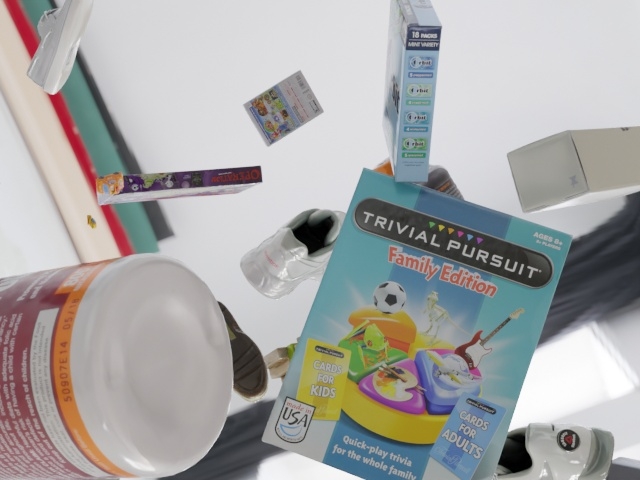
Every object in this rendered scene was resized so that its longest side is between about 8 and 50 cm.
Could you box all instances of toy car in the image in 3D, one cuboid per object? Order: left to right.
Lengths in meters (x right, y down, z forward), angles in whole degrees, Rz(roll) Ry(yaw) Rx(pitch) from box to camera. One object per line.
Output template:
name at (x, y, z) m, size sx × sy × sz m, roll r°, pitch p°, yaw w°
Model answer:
toy car at (-0.417, -0.075, 2.062) m, size 0.040 × 0.060 × 0.122 m, roll 42°, pitch 124°, yaw 41°

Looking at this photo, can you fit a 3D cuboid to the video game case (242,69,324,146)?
video game case at (-0.065, -0.232, 1.839) m, size 0.087 × 0.122 × 0.011 m, roll 60°, pitch 167°, yaw -14°

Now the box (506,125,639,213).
box at (0.393, -0.106, 1.519) m, size 0.275 × 0.113 × 0.094 m, roll -8°, pitch -99°, yaw -50°

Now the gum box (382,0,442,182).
gum box at (0.102, -0.183, 1.201) m, size 0.157 × 0.041 × 0.184 m, roll -95°, pitch 5°, yaw -60°

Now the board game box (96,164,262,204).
board game box at (-0.329, -0.128, 2.431) m, size 0.208 × 0.347 × 0.056 m, roll 179°, pitch 86°, yaw -69°

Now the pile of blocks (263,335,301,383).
pile of blocks at (0.050, 0.214, 1.894) m, size 0.149 × 0.362 × 0.112 m, roll 8°, pitch -118°, yaw -55°

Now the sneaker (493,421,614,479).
sneaker at (0.315, 0.351, 1.603) m, size 0.330 × 0.146 × 0.122 m, roll 108°, pitch 178°, yaw -54°

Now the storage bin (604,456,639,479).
storage bin at (0.574, 0.450, 1.898) m, size 0.098 × 0.135 × 0.091 m, roll -6°, pitch -84°, yaw -47°

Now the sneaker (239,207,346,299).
sneaker at (0.000, 0.000, 1.368) m, size 0.090 × 0.115 × 0.232 m, roll 49°, pitch -148°, yaw 5°

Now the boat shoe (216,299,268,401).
boat shoe at (-0.129, 0.175, 1.575) m, size 0.072 × 0.068 × 0.190 m, roll 90°, pitch 156°, yaw -47°

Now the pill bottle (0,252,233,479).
pill bottle at (-0.311, 0.146, 1.129) m, size 0.224 × 0.392 × 0.224 m, roll 23°, pitch -117°, yaw -55°

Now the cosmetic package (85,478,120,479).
cosmetic package at (-0.507, 0.556, 2.164) m, size 0.107 × 0.127 × 0.237 m, roll 54°, pitch -144°, yaw -52°

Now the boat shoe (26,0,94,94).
boat shoe at (-0.383, -0.302, 1.528) m, size 0.063 × 0.184 × 0.066 m, roll 29°, pitch -141°, yaw -1°

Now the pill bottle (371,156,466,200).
pill bottle at (0.177, -0.031, 1.664) m, size 0.245 × 0.130 × 0.130 m, roll 59°, pitch -174°, yaw -6°

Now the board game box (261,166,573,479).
board game box at (0.112, 0.115, 1.198) m, size 0.079 × 0.254 × 0.335 m, roll 65°, pitch -135°, yaw -77°
